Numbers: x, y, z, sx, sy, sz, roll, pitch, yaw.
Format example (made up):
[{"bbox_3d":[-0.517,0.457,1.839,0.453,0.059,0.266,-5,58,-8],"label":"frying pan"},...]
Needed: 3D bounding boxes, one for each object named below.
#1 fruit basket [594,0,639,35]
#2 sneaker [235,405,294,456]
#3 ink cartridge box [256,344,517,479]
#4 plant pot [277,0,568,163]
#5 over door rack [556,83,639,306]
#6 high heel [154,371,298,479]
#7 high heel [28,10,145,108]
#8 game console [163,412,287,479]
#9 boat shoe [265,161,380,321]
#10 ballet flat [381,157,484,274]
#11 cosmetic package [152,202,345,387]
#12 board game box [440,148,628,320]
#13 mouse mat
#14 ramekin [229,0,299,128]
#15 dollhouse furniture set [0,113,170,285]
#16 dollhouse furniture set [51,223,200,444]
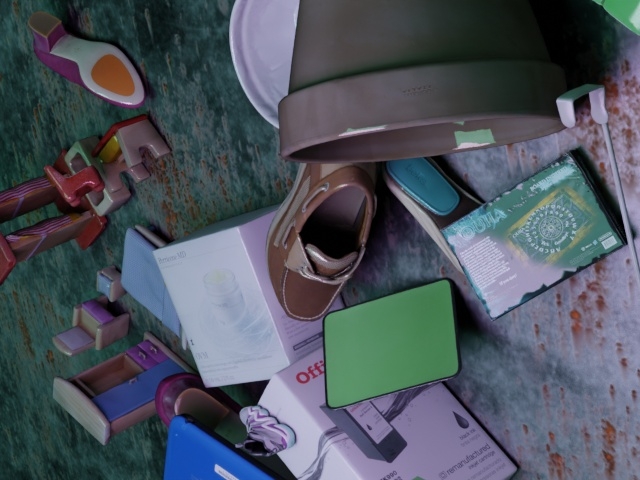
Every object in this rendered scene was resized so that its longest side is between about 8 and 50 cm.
[{"bbox_3d":[0.374,-0.360,1.337,0.327,0.165,0.353,43,121,24],"label":"fruit basket"},{"bbox_3d":[-0.088,0.251,1.879,0.098,0.069,0.038,22,125,42],"label":"sneaker"},{"bbox_3d":[0.079,0.269,1.918,0.289,0.211,0.121,48,141,19],"label":"ink cartridge box"},{"bbox_3d":[0.099,-0.243,1.585,0.323,0.323,0.280,-9,87,50],"label":"plant pot"},{"bbox_3d":[0.407,-0.030,1.453,0.239,0.108,0.324,10,138,46],"label":"over door rack"},{"bbox_3d":[-0.097,0.339,2.223,0.377,0.127,0.181,48,170,-12],"label":"high heel"},{"bbox_3d":[-0.359,-0.260,2.261,0.244,0.082,0.117,32,161,18],"label":"high heel"},{"bbox_3d":[-0.072,0.390,2.047,0.293,0.173,0.250,27,119,37],"label":"game console"},{"bbox_3d":[0.000,0.000,1.843,0.324,0.123,0.116,103,167,-45],"label":"boat shoe"},{"bbox_3d":[0.168,-0.019,1.786,0.248,0.086,0.086,50,139,20],"label":"ballet flat"},{"bbox_3d":[-0.097,0.078,2.078,0.224,0.138,0.225,-15,97,51],"label":"cosmetic package"},{"bbox_3d":[0.246,-0.005,1.671,0.186,0.026,0.126,-32,82,25],"label":"board game box"},{"bbox_3d":[0.089,0.133,1.860,0.189,0.153,0.007,-18,141,21],"label":"mouse mat"},{"bbox_3d":[-0.008,-0.247,1.826,0.207,0.109,0.207,25,128,38],"label":"ramekin"},{"bbox_3d":[-0.424,-0.090,2.305,0.152,0.201,0.374,58,141,8],"label":"dollhouse furniture set"},{"bbox_3d":[-0.328,0.113,2.308,0.286,0.198,0.303,36,133,30],"label":"dollhouse furniture set"}]
